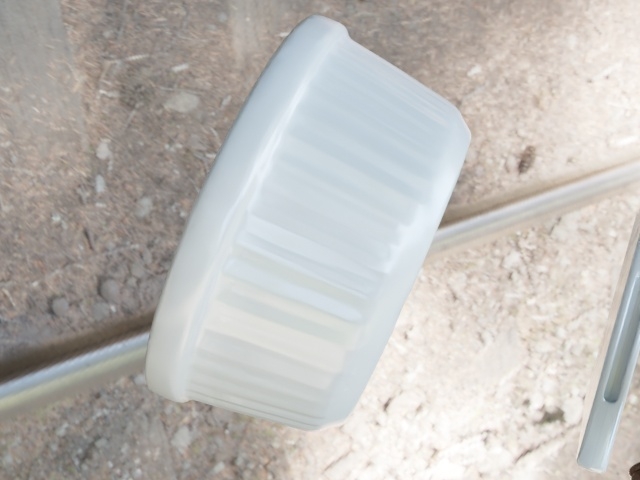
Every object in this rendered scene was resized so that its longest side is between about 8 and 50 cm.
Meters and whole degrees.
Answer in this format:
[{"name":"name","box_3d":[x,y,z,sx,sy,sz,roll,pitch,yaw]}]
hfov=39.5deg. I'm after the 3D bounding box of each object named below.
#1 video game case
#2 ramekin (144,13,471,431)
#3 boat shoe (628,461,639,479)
[{"name":"video game case","box_3d":[0.258,0.070,0.757,0.227,0.026,0.206,-2,107,-72]},{"name":"ramekin","box_3d":[0.000,0.000,0.595,0.127,0.273,0.273,23,96,3]},{"name":"boat shoe","box_3d":[0.263,0.133,0.540,0.178,0.060,0.064,-13,144,-25]}]
